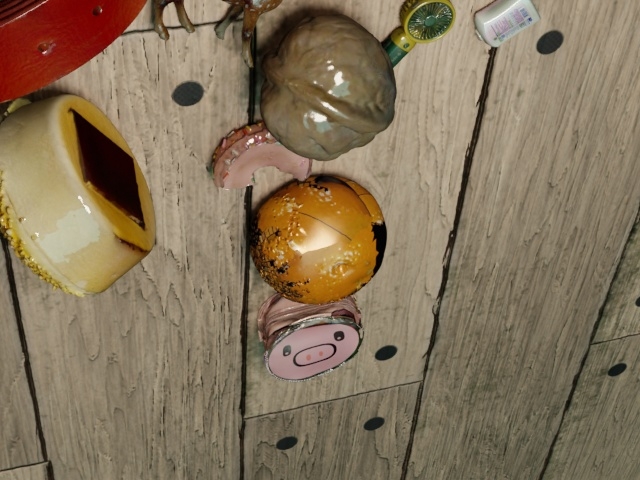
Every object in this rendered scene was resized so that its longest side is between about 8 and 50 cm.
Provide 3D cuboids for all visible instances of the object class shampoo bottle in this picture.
[{"bbox_3d":[0.284,-0.342,1.821,0.099,0.043,0.072,-32,138,12],"label":"shampoo bottle"}]

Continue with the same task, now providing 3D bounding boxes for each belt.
[{"bbox_3d":[-0.353,-0.305,1.436,0.324,0.227,0.115,-37,142,-13],"label":"belt"}]

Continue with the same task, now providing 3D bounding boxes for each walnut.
[{"bbox_3d":[0.009,-0.219,1.700,0.224,0.224,0.224,-13,139,-12],"label":"walnut"}]

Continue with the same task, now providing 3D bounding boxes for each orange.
[{"bbox_3d":[0.000,0.000,1.970,0.234,0.182,0.234,-9,125,-13],"label":"orange"}]

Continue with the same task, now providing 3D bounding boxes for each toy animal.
[{"bbox_3d":[-0.089,-0.358,1.603,0.243,0.087,0.260,5,135,-31],"label":"toy animal"}]

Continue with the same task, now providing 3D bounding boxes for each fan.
[{"bbox_3d":[0.135,-0.317,1.785,0.082,0.039,0.155,23,124,-41],"label":"fan"}]

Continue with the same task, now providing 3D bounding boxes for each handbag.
[{"bbox_3d":[-0.017,0.166,2.180,0.205,0.116,0.179,-14,138,-9],"label":"handbag"}]

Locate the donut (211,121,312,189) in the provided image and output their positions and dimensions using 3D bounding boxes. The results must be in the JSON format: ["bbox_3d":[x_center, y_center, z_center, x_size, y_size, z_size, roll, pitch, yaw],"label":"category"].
[{"bbox_3d":[-0.092,-0.140,1.853,0.166,0.065,0.117,-9,139,-18],"label":"donut"}]

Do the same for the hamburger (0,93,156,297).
[{"bbox_3d":[-0.358,-0.060,1.647,0.170,0.302,0.302,-25,140,13],"label":"hamburger"}]
